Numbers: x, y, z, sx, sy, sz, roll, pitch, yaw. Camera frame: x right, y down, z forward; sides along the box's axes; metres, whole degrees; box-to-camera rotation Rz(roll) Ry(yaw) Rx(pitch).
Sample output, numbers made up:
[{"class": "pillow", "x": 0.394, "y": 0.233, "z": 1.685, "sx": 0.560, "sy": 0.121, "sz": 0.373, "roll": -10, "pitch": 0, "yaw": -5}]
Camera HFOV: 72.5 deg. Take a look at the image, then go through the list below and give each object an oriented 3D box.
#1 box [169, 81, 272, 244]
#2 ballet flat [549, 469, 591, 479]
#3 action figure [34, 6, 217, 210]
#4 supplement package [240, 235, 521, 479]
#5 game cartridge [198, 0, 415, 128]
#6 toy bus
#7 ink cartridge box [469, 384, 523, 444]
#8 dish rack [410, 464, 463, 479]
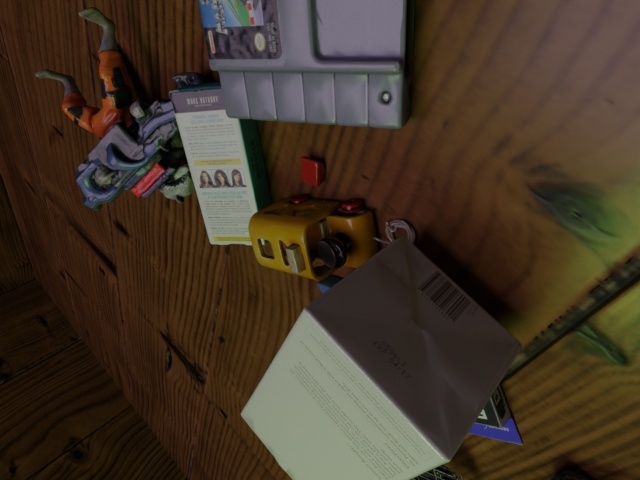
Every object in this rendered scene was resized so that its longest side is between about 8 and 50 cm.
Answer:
[{"class": "box", "x": -0.142, "y": -0.112, "z": 0.669, "sx": 0.100, "sy": 0.060, "sz": 0.244, "roll": 1, "pitch": 119, "yaw": 16}, {"class": "ballet flat", "x": 0.347, "y": 0.314, "z": 0.464, "sx": 0.203, "sy": 0.074, "sz": 0.074, "roll": 17, "pitch": 127, "yaw": 43}, {"class": "action figure", "x": -0.309, "y": -0.224, "z": 0.772, "sx": 0.341, "sy": 0.178, "sz": 0.330, "roll": -27, "pitch": 102, "yaw": 21}, {"class": "supplement package", "x": 0.050, "y": 0.172, "z": 0.524, "sx": 0.177, "sy": 0.175, "sz": 0.293, "roll": 45, "pitch": 138, "yaw": 15}, {"class": "game cartridge", "x": -0.024, "y": -0.290, "z": 0.412, "sx": 0.230, "sy": 0.068, "sz": 0.355, "roll": 7, "pitch": 122, "yaw": 19}, {"class": "toy bus", "x": -0.008, "y": 0.003, "z": 0.598, "sx": 0.191, "sy": 0.104, "sz": 0.202, "roll": 47, "pitch": 140, "yaw": 12}, {"class": "ink cartridge box", "x": 0.148, "y": 0.194, "z": 0.611, "sx": 0.206, "sy": 0.045, "sz": 0.208, "roll": -11, "pitch": 107, "yaw": 48}, {"class": "dish rack", "x": 0.180, "y": 0.433, "z": 0.719, "sx": 0.208, "sy": 0.074, "sz": 0.272, "roll": -4, "pitch": 110, "yaw": 46}]
